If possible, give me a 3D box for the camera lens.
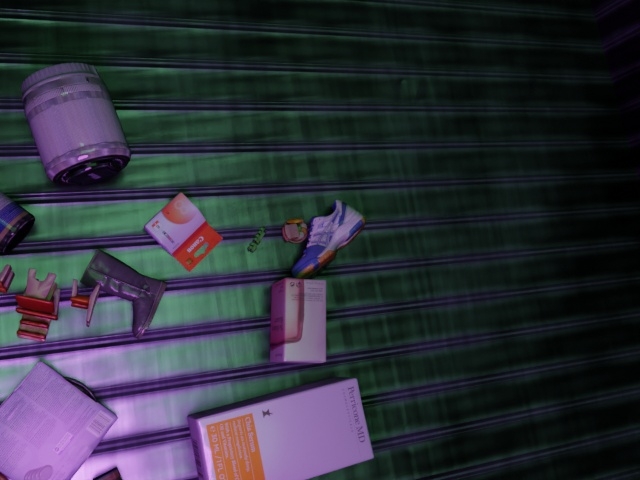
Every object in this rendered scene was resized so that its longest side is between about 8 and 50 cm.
[{"bbox_3d":[-0.636,-0.293,1.661,0.219,0.219,0.274,-20,86,-23],"label":"camera lens"}]

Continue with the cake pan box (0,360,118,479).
[{"bbox_3d":[-0.677,0.467,1.572,0.246,0.070,0.267,39,69,-11],"label":"cake pan box"}]

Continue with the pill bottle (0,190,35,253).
[{"bbox_3d":[-0.843,-0.078,1.592,0.219,0.123,0.123,38,69,-9],"label":"pill bottle"}]

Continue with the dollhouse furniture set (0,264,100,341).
[{"bbox_3d":[-0.682,0.160,1.529,0.262,0.259,0.135,15,71,-17],"label":"dollhouse furniture set"}]

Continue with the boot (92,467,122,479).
[{"bbox_3d":[-0.580,0.662,1.560,0.219,0.082,0.106,-26,86,-25],"label":"boot"}]

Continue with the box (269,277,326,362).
[{"bbox_3d":[-0.065,0.231,1.806,0.127,0.148,0.232,5,77,-19],"label":"box"}]

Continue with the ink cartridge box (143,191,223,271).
[{"bbox_3d":[-0.384,-0.024,1.797,0.179,0.045,0.145,44,68,-4],"label":"ink cartridge box"}]

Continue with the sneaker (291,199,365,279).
[{"bbox_3d":[0.000,0.000,1.918,0.131,0.112,0.296,42,65,11],"label":"sneaker"}]

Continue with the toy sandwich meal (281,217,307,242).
[{"bbox_3d":[-0.076,-0.032,1.920,0.085,0.029,0.086,4,78,-20],"label":"toy sandwich meal"}]

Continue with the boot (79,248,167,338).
[{"bbox_3d":[-0.534,0.142,1.688,0.208,0.076,0.190,27,56,-21],"label":"boot"}]

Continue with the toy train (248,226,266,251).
[{"bbox_3d":[-0.186,-0.003,1.881,0.023,0.017,0.083,38,68,-20],"label":"toy train"}]

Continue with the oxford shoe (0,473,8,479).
[{"bbox_3d":[-0.890,0.531,1.441,0.363,0.133,0.130,23,72,-15],"label":"oxford shoe"}]

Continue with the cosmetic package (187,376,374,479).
[{"bbox_3d":[-0.107,0.532,1.721,0.453,0.161,0.230,-10,83,-23],"label":"cosmetic package"}]
